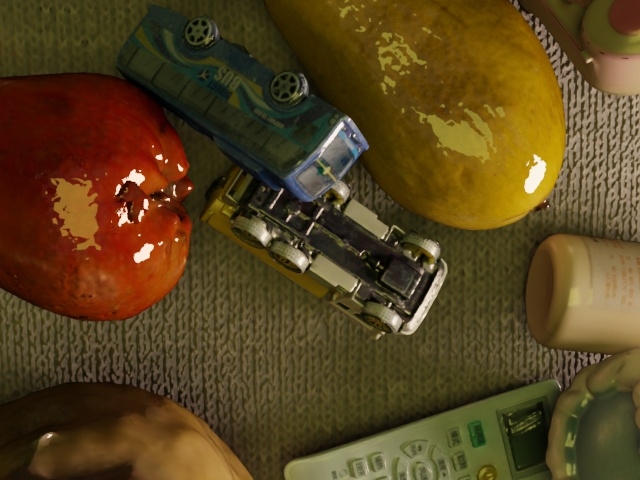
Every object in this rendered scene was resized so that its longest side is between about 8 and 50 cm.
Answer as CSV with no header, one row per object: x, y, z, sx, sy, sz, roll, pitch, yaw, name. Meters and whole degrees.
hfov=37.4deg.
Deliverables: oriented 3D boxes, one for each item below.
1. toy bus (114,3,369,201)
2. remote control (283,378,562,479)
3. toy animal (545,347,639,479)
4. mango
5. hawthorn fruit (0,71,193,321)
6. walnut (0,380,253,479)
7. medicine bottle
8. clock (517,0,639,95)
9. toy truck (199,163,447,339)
-0.072,-0.122,0.832,0.236,0.079,0.094,36,92,25,toy bus
0.113,0.225,0.959,0.293,0.051,0.103,-15,99,-6,remote control
0.335,0.216,0.895,0.208,0.204,0.156,32,53,-21,toy animal
0.099,-0.157,0.863,0.195,0.142,0.331,-33,94,-5,mango
-0.252,-0.050,0.825,0.299,0.211,0.211,15,96,6,hawthorn fruit
-0.221,0.308,0.801,0.383,0.383,0.383,-1,97,-4,walnut
0.335,0.061,0.922,0.252,0.114,0.114,7,97,-5,medicine bottle
0.293,-0.301,0.784,0.309,0.114,0.284,-33,71,5,clock
0.000,0.000,0.891,0.227,0.114,0.098,34,72,-8,toy truck
